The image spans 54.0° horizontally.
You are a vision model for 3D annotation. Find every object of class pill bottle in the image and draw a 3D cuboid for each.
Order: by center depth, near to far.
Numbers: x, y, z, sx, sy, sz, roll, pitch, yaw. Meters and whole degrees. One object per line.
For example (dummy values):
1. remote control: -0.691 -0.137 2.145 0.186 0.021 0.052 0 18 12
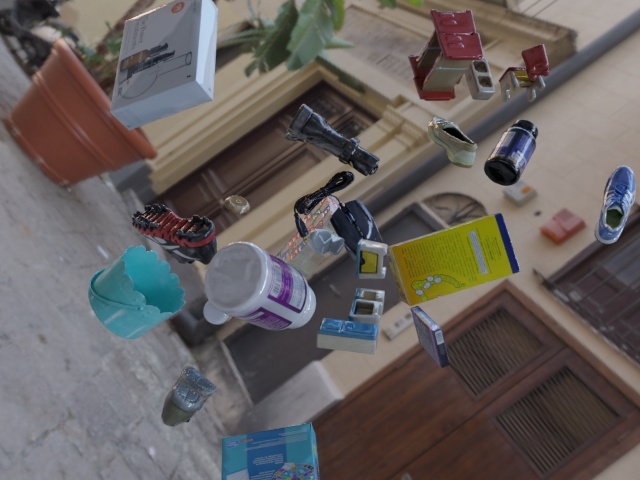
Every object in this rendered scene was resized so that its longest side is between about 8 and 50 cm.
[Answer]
1. pill bottle: -0.130 0.122 1.505 0.169 0.169 0.301 53 8 30
2. pill bottle: -0.246 0.170 1.510 0.065 0.065 0.116 54 -4 5
3. pill bottle: 0.639 -0.296 2.082 0.123 0.219 0.122 27 -28 16

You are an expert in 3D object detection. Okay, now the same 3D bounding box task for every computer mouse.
1. computer mouse: 0.049 -0.022 1.527 0.262 0.184 0.060 64 -6 -27

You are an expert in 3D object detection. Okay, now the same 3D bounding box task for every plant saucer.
1. plant saucer: -0.264 -0.119 2.000 0.083 0.083 0.015 52 -44 32

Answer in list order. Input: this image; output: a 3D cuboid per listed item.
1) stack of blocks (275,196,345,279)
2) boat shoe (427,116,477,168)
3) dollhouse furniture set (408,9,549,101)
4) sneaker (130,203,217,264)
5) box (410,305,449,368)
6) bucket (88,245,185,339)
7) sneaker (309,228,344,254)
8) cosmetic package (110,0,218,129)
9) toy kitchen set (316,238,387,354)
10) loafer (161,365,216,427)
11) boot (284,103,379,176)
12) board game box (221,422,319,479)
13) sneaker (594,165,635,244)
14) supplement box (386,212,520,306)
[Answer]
1. stack of blocks: -0.032 0.004 2.074 0.087 0.297 0.171 34 21 -22
2. boat shoe: 0.238 -0.187 1.126 0.153 0.056 0.048 -105 -154 -51
3. dollhouse furniture set: 0.453 -0.500 1.721 0.201 0.374 0.152 121 -37 -64
4. sneaker: -0.365 -0.008 1.580 0.276 0.097 0.135 15 -42 32
5. box: 0.298 0.260 1.714 0.162 0.029 0.116 -132 -156 -67
6. bucket: -0.596 0.170 2.029 0.281 0.183 0.281 50 13 -16
7. sneaker: 0.000 0.000 1.415 0.061 0.053 0.152 26 1 23
8. cosmetic package: -0.444 -0.526 1.814 0.097 0.285 0.377 52 29 -54
9. toy kitchen set: 0.070 0.111 1.333 0.207 0.122 0.166 -66 160 -65
10. loafer: -0.309 0.356 1.431 0.094 0.087 0.251 39 1 4
11. boot: 0.032 -0.221 1.487 0.229 0.091 0.263 32 5 -5
12. board game box: -0.127 0.662 1.629 0.079 0.254 0.336 75 5 -45
13. sneaker: 0.767 -0.095 1.612 0.080 0.211 0.081 13 -10 15
14. supplement box: 0.409 0.060 1.990 0.194 0.357 0.195 81 -8 -89
